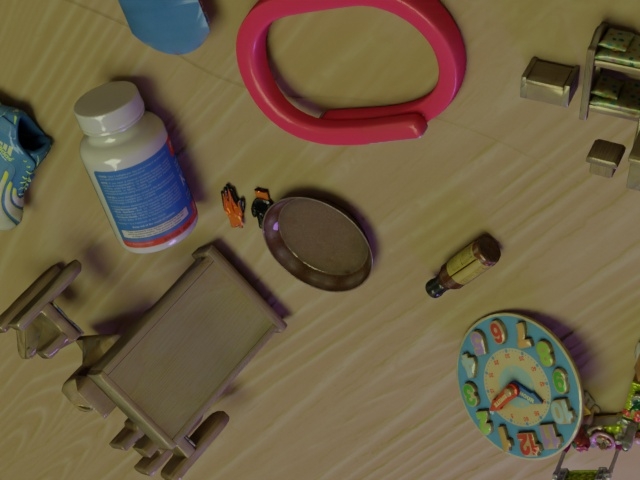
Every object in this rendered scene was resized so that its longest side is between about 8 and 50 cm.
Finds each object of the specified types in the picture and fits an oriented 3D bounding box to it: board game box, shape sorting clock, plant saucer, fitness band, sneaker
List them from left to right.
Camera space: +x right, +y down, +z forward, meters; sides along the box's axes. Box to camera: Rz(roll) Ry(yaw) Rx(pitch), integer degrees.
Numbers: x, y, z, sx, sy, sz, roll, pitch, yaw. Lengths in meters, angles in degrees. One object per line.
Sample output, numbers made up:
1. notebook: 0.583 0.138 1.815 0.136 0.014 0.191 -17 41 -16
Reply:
1. sneaker: -0.464 -0.105 1.856 0.126 0.091 0.240 12 133 22
2. board game box: -0.198 -0.314 1.537 0.133 0.033 0.169 2 124 38
3. plant saucer: 0.000 0.000 1.706 0.168 0.029 0.168 17 135 18
4. fitness band: 0.033 -0.215 1.471 0.290 0.054 0.209 -2 125 33
5. shape sorting clock: 0.264 0.198 1.661 0.206 0.040 0.206 19 118 39

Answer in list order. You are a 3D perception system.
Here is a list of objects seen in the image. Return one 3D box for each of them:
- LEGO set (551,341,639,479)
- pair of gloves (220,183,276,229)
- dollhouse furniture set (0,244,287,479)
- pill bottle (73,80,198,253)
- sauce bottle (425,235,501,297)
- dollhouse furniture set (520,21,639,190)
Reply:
1. LEGO set: 0.377 0.249 1.639 0.132 0.107 0.287 42 138 -9
2. pair of gloves: -0.101 -0.046 1.740 0.083 0.010 0.074 7 130 24
3. dollhouse furniture set: -0.267 0.168 1.946 0.362 0.256 0.394 48 158 -14
4. pill bottle: -0.258 -0.102 1.703 0.124 0.124 0.222 5 131 29
5. sauce bottle: 0.183 0.038 1.615 0.042 0.042 0.128 42 139 -9
6. dollhouse furniture set: 0.286 -0.150 1.283 0.181 0.161 0.101 15 135 19
